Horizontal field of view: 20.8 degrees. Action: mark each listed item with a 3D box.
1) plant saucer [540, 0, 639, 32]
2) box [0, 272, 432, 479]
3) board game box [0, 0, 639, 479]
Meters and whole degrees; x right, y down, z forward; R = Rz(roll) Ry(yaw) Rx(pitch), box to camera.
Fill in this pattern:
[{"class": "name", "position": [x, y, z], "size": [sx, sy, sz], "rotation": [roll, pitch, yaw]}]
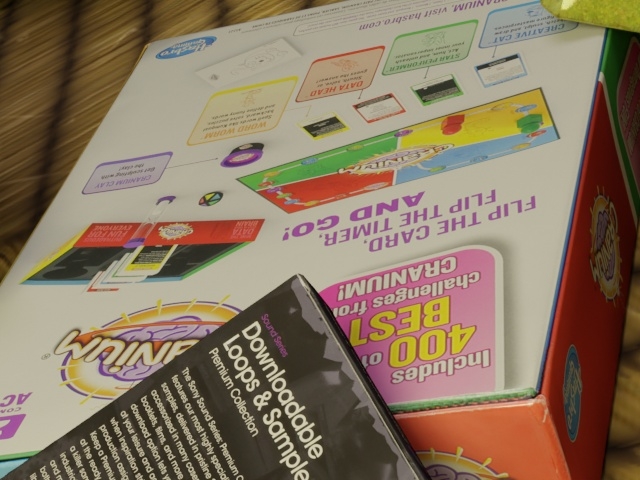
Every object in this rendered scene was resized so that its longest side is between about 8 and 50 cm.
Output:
[{"class": "plant saucer", "position": [0.198, -0.140, 0.735], "size": [0.188, 0.045, 0.188], "rotation": [11, 37, 7]}, {"class": "box", "position": [-0.043, 0.099, 0.509], "size": [0.162, 0.029, 0.116], "rotation": [-35, 53, 6]}, {"class": "board game box", "position": [0.000, 0.000, 0.688], "size": [0.242, 0.064, 0.316], "rotation": [-9, 32, 22]}]
